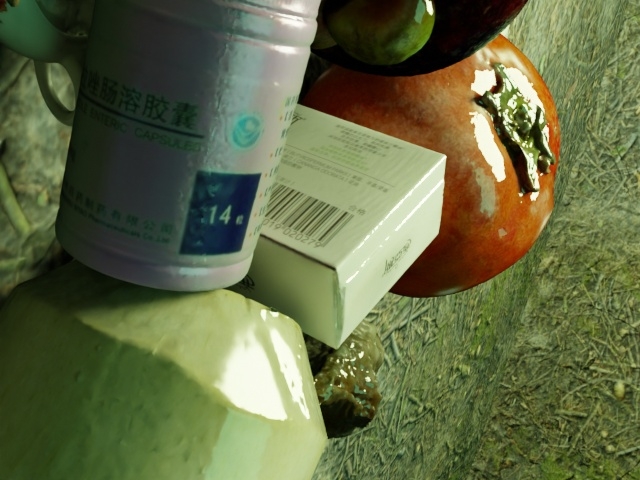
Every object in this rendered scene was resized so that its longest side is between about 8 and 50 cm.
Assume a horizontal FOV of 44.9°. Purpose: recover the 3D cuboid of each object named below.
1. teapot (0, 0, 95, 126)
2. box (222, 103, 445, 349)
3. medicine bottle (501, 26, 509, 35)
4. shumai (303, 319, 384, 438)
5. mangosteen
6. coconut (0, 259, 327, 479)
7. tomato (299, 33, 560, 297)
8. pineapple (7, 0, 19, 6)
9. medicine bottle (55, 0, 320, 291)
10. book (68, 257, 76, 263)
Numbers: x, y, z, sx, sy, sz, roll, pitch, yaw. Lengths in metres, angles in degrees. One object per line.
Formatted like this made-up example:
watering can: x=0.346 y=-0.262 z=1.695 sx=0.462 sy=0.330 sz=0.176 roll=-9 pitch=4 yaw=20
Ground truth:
teapot: x=-0.190 y=-0.193 z=0.556 sx=0.145 sy=0.092 sz=0.226 roll=-30 pitch=136 yaw=-46
box: x=-0.035 y=-0.037 z=0.765 sx=0.194 sy=0.260 sz=0.111 roll=-43 pitch=143 yaw=-37
medicine bottle: x=0.161 y=-0.373 z=0.956 sx=0.170 sy=0.170 sz=0.293 roll=-55 pitch=149 yaw=-22
shumai: x=-0.006 y=0.180 z=1.130 sx=0.218 sy=0.183 sz=0.186 roll=34 pitch=45 yaw=-50
mangosteen: x=0.053 y=-0.295 z=0.701 sx=0.300 sy=0.300 sz=0.301 roll=-40 pitch=142 yaw=-41
coconut: x=-0.152 y=0.172 z=0.630 sx=0.323 sy=0.322 sz=0.323 roll=-40 pitch=142 yaw=-41
tomato: x=0.128 y=-0.098 z=0.946 sx=0.325 sy=0.289 sz=0.293 roll=56 pitch=46 yaw=-21
pineapple: x=-0.220 y=-0.135 z=0.355 sx=0.364 sy=0.165 sz=0.166 roll=-38 pitch=144 yaw=-13
medicine bottle: x=-0.093 y=-0.108 z=0.554 sx=0.152 sy=0.152 sz=0.254 roll=-15 pitch=126 yaw=-56
book: x=-0.255 y=0.142 z=0.758 sx=0.289 sy=0.026 sz=0.201 roll=-51 pitch=148 yaw=-27
